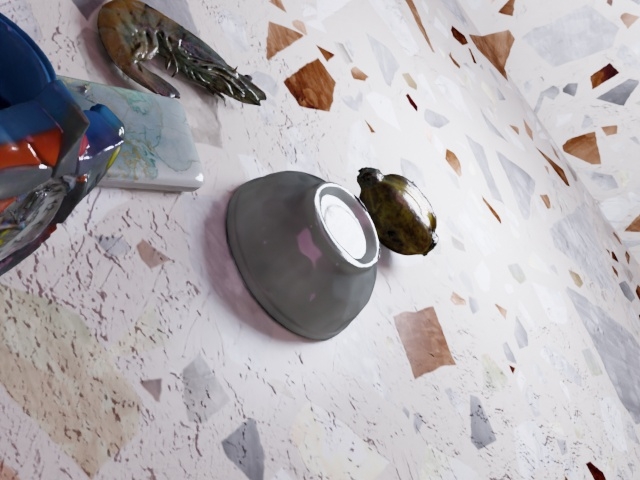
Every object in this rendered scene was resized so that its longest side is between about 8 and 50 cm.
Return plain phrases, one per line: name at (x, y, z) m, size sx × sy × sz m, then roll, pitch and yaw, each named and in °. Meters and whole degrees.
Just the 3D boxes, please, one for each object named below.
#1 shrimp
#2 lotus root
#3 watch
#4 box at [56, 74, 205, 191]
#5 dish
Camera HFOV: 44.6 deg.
shrimp at (-0.201, -0.252, 1.167) m, size 0.296 × 0.058 × 0.169 m, roll 28°, pitch 45°, yaw -31°
lotus root at (0.133, -0.050, 1.408) m, size 0.209 × 0.120 × 0.120 m, roll 47°, pitch 33°, yaw -16°
watch at (-0.338, -0.125, 0.729) m, size 0.274 × 0.241 × 0.305 m, roll 41°, pitch 33°, yaw -2°
box at (-0.268, -0.134, 0.986) m, size 0.285 × 0.044 × 0.142 m, roll 0°, pitch 67°, yaw -54°
dish at (0.000, 0.000, 1.171) m, size 0.303 × 0.120 × 0.303 m, roll 33°, pitch 41°, yaw -34°
